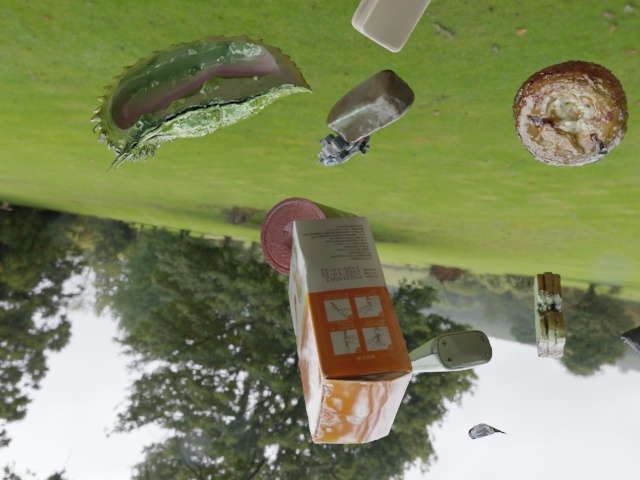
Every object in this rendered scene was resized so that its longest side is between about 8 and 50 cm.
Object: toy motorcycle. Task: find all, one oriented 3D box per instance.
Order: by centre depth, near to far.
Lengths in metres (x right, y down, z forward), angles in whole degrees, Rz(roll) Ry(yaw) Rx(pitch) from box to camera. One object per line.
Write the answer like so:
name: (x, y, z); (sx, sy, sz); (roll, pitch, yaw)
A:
toy motorcycle: (0.068, -0.271, 1.579); (0.150, 0.102, 0.221); (-38, 177, 19)

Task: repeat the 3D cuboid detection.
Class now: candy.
candy: (0.121, -0.337, 1.393); (0.104, 0.102, 0.234); (35, 146, -30)

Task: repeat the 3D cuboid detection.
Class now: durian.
durian: (-0.203, -0.244, 0.898); (0.351, 0.158, 0.169); (-21, -155, -9)

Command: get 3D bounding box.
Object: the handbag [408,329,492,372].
handbag: (0.355, 0.369, 1.651); (0.241, 0.109, 0.315); (-1, 154, -23)

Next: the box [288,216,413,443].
box: (0.036, 0.152, 0.962); (0.143, 0.341, 0.225); (-4, 137, -11)

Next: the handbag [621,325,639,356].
handbag: (0.726, 0.231, 1.026); (0.088, 0.254, 0.211); (28, 125, -38)

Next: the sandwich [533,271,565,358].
sandwich: (0.824, 0.263, 1.966); (0.095, 0.273, 0.249); (-2, 153, 21)

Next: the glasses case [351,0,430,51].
glasses case: (0.220, -0.654, 1.359); (0.143, 0.337, 0.076); (19, -156, -33)

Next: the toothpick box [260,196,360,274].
toothpick box: (0.000, 0.000, 1.528); (0.204, 0.204, 0.333); (8, 179, 23)

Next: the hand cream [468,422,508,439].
hand cream: (0.502, 0.579, 1.653); (0.062, 0.039, 0.163); (28, 151, -3)

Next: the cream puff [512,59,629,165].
cream puff: (0.545, -0.275, 1.192); (0.239, 0.240, 0.164); (8, -153, 24)
